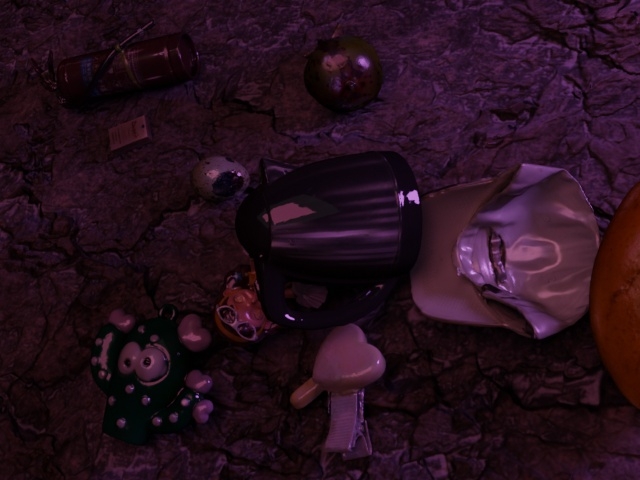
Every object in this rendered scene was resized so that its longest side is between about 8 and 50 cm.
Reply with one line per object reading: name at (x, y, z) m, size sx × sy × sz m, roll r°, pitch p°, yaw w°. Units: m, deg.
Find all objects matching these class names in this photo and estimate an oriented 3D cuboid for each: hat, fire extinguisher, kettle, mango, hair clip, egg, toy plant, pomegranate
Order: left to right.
fire extinguisher at (-0.419, -0.349, 1.919) m, size 0.342 × 0.105 × 0.141 m, roll -8°, pitch 98°, yaw 16°
toy plant at (-0.288, 0.222, 1.632) m, size 0.233 × 0.112 × 0.243 m, roll -11°, pitch 71°, yaw 18°
egg at (-0.183, -0.112, 1.750) m, size 0.110 × 0.085 × 0.085 m, roll 7°, pitch 71°, yaw 12°
kettle at (-0.004, -0.014, 1.522) m, size 0.271 × 0.250 × 0.207 m, roll -5°, pitch 32°, yaw -19°
pomegranate at (0.032, -0.311, 1.729) m, size 0.148 × 0.148 × 0.169 m, roll -40°, pitch 54°, yaw 1°
hair clip at (0.030, 0.237, 1.538) m, size 0.159 × 0.071 × 0.218 m, roll -9°, pitch 61°, yaw 19°
hat at (0.274, 0.025, 1.502) m, size 0.302 × 0.168 × 0.257 m, roll -7°, pitch 85°, yaw 36°
mango at (0.494, 0.073, 1.377) m, size 0.199 × 0.201 × 0.349 m, roll 7°, pitch 78°, yaw 54°

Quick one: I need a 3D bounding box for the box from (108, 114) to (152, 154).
box at (-0.375, -0.208, 1.897) m, size 0.083 × 0.024 × 0.053 m, roll -17°, pitch 64°, yaw 11°

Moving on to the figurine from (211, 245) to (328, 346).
figurine at (-0.086, 0.072, 1.615) m, size 0.175 × 0.116 × 0.240 m, roll 40°, pitch 78°, yaw -5°
